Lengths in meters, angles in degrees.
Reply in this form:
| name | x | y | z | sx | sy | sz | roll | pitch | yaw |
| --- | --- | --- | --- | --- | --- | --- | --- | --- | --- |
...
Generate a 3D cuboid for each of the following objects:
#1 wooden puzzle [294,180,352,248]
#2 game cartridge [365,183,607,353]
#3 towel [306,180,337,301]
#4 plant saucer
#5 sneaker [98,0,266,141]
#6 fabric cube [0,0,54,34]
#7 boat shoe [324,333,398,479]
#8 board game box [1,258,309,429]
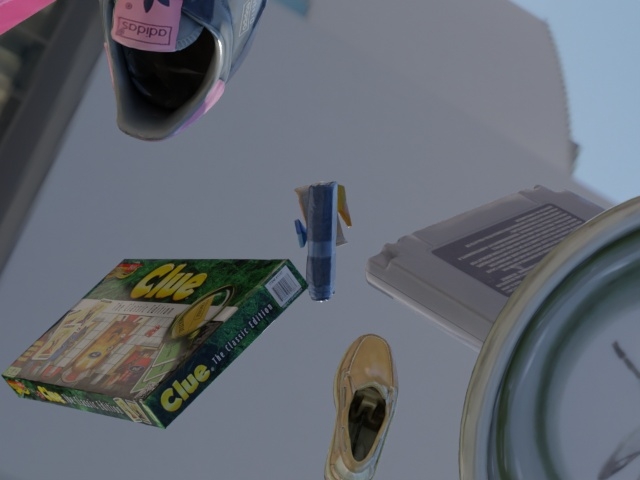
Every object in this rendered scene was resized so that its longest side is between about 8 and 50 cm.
| name | x | y | z | sx | sy | sz | roll | pitch | yaw |
| --- | --- | --- | --- | --- | --- | --- | --- | --- | --- |
| wooden puzzle | 0.000 | -0.025 | 1.591 | 0.014 | 0.116 | 0.078 | -20 | -97 | 30 |
| game cartridge | 0.209 | 0.032 | 1.456 | 0.196 | 0.294 | 0.060 | 28 | -57 | 36 |
| towel | 0.000 | 0.000 | 1.519 | 0.067 | 0.029 | 0.119 | -44 | 136 | -83 |
| plant saucer | 0.285 | 0.142 | 1.202 | 0.400 | 0.400 | 0.100 | -61 | -160 | 3 |
| sneaker | -0.077 | -0.182 | 0.860 | 0.319 | 0.112 | 0.131 | 93 | 13 | -55 |
| fabric cube | -0.406 | -0.404 | 1.763 | 0.258 | 0.254 | 0.259 | -30 | 177 | -1 |
| boat shoe | 0.049 | 0.163 | 1.501 | 0.072 | 0.068 | 0.190 | 108 | -8 | -48 |
| board game box | -0.123 | 0.064 | 1.034 | 0.136 | 0.030 | 0.260 | -43 | -160 | -25 |
